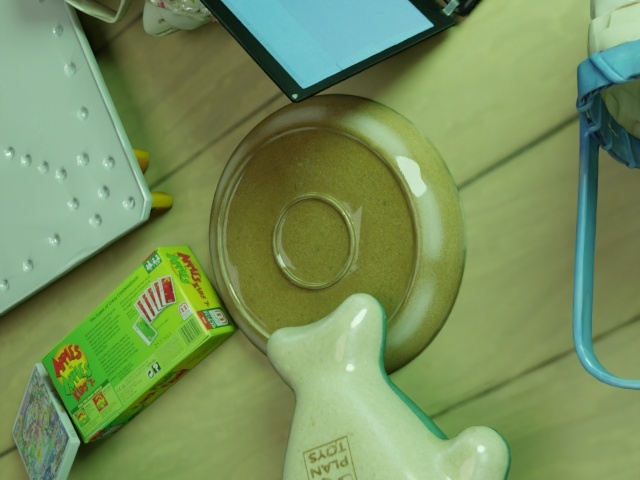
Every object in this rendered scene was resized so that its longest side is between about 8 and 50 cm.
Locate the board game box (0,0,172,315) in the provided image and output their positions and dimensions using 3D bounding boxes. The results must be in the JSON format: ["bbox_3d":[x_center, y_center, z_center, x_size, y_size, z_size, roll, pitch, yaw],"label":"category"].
[{"bbox_3d":[-0.358,-0.114,0.951,0.390,0.050,0.389,-30,78,28],"label":"board game box"}]

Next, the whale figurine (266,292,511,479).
[{"bbox_3d":[0.048,0.180,0.693,0.216,0.141,0.272,-29,66,27],"label":"whale figurine"}]

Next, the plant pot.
[{"bbox_3d":[0.000,0.000,0.761,0.236,0.032,0.236,2,93,30],"label":"plant pot"}]

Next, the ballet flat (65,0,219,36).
[{"bbox_3d":[-0.152,-0.216,0.800,0.241,0.091,0.077,21,116,16],"label":"ballet flat"}]

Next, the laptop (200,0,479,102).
[{"bbox_3d":[0.024,-0.267,0.671,0.234,0.137,0.264,49,114,18],"label":"laptop"}]

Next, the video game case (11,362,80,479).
[{"bbox_3d":[-0.264,0.187,0.906,0.122,0.011,0.087,45,118,46],"label":"video game case"}]

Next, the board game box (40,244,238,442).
[{"bbox_3d":[-0.166,0.094,0.855,0.181,0.043,0.092,-41,73,25],"label":"board game box"}]

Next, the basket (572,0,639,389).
[{"bbox_3d":[0.255,-0.067,0.510,0.255,0.201,0.288,-8,79,29],"label":"basket"}]
